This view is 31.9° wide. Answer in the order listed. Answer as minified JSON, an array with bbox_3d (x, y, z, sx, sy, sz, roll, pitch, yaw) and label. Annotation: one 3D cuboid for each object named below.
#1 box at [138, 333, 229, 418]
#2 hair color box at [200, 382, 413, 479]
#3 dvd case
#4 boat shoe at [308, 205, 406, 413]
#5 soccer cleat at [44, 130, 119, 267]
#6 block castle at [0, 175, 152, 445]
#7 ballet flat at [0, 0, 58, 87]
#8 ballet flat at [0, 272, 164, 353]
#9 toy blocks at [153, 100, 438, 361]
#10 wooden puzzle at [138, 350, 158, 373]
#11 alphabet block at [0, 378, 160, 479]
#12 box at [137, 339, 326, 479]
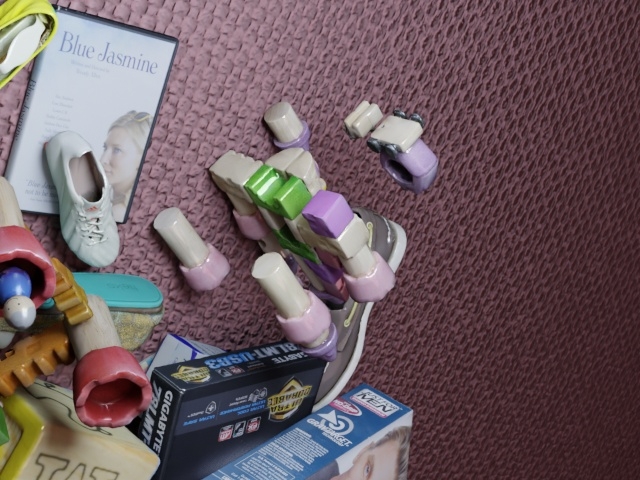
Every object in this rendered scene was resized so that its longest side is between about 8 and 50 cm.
[{"bbox_3d":[-0.183,0.212,1.602,0.137,0.072,0.126,27,92,-53],"label":"box"},{"bbox_3d":[-0.016,0.363,1.629,0.347,0.105,0.174,-25,128,-42],"label":"hair color box"},{"bbox_3d":[-0.282,-0.147,1.377,0.180,0.022,0.253,7,105,-44],"label":"dvd case"},{"bbox_3d":[0.020,0.104,1.715,0.097,0.116,0.324,28,87,-41],"label":"boat shoe"},{"bbox_3d":[-0.283,-0.041,1.359,0.068,0.076,0.196,-32,130,-27],"label":"soccer cleat"},{"bbox_3d":[-0.435,0.164,1.159,0.453,0.213,0.303,-28,135,-2],"label":"block castle"},{"bbox_3d":[-0.378,-0.185,1.232,0.231,0.077,0.077,-47,136,-14],"label":"ballet flat"},{"bbox_3d":[-0.349,0.084,1.376,0.348,0.123,0.123,14,100,-45],"label":"ballet flat"},{"bbox_3d":[0.000,0.000,1.523,0.309,0.288,0.260,-48,131,-18],"label":"toy blocks"},{"bbox_3d":[-0.238,0.186,1.595,0.083,0.006,0.049,-33,130,-26],"label":"wooden puzzle"},{"bbox_3d":[-0.361,0.293,1.409,0.197,0.192,0.193,31,87,-47],"label":"alphabet block"},{"bbox_3d":[-0.140,0.297,1.590,0.295,0.073,0.293,-7,118,-49],"label":"box"}]
